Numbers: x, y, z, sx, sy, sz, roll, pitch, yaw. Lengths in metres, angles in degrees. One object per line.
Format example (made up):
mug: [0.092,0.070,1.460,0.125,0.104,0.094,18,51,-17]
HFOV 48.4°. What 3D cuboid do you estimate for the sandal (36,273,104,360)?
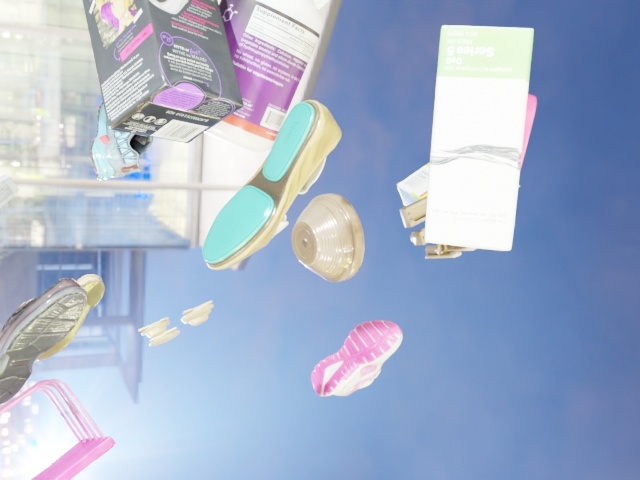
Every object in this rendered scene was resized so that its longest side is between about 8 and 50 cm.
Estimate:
sandal: [-0.549,0.149,1.512,0.240,0.088,0.079,-47,-134,11]

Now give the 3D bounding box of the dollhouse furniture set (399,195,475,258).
dollhouse furniture set: [0.310,-0.036,1.795,0.123,0.144,0.151,-4,-72,54]

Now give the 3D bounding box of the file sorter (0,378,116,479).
file sorter: [-0.566,0.395,1.397,0.182,0.202,0.290,55,-31,-4]

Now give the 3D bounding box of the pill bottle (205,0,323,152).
pill bottle: [-0.111,-0.330,1.244,0.181,0.181,0.323,40,-72,58]

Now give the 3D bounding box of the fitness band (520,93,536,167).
fitness band: [0.399,-0.166,1.505,0.209,0.054,0.291,19,85,-77]

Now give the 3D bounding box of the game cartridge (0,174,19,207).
game cartridge: [-0.624,-0.087,1.370,0.017,0.083,0.056,32,-25,19]

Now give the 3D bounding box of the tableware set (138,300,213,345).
tableware set: [-0.267,0.157,1.349,0.020,0.141,0.169,62,-13,11]

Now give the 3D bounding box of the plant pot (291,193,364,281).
plant pot: [0.000,0.000,1.867,0.237,0.109,0.237,22,-63,50]

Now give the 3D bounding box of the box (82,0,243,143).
box: [-0.248,-0.309,1.105,0.143,0.165,0.270,-25,-108,34]

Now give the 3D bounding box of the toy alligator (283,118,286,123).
toy alligator: [-0.045,-0.250,1.657,0.189,0.056,0.051,-22,128,-70]

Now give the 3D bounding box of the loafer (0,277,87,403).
loafer: [-0.536,0.167,1.271,0.302,0.109,0.095,-49,-117,15]

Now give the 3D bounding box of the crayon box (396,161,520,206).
crayon box: [0.392,-0.130,2.028,0.318,0.202,0.081,39,-21,52]

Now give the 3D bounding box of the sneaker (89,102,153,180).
sneaker: [-0.441,-0.231,1.623,0.104,0.125,0.262,90,-5,-48]

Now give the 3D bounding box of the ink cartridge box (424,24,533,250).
ink cartridge box: [0.209,-0.139,0.961,0.198,0.114,0.273,-44,139,-75]

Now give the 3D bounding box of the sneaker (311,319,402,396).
sneaker: [0.099,0.282,1.694,0.252,0.111,0.103,-39,-127,18]

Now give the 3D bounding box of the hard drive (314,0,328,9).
hard drive: [-0.083,-0.728,1.789,0.040,0.210,0.319,-8,-57,40]

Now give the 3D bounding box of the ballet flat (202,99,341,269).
ballet flat: [-0.050,-0.054,0.844,0.080,0.073,0.232,40,-83,41]
